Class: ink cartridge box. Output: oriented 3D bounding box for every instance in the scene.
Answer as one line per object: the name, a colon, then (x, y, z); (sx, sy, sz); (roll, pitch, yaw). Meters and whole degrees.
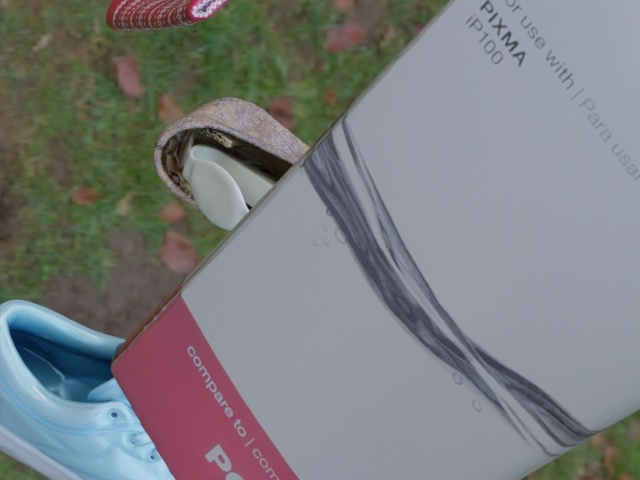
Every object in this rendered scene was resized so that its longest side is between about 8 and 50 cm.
ink cartridge box: (0.088, -0.013, 0.494); (0.207, 0.283, 0.117); (-28, 80, -40)

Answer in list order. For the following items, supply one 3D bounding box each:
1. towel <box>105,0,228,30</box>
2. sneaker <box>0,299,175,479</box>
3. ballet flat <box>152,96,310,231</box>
towel: (-0.082, -0.251, 1.329); (0.199, 0.275, 0.031); (-44, 109, -12)
sneaker: (-0.161, 0.174, 1.396); (0.366, 0.150, 0.135); (26, 50, -5)
ballet flat: (0.000, 0.000, 1.108); (0.106, 0.316, 0.107); (-13, 129, -56)
